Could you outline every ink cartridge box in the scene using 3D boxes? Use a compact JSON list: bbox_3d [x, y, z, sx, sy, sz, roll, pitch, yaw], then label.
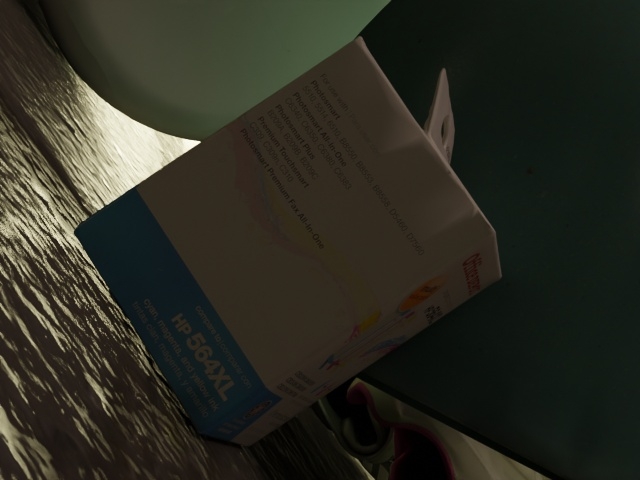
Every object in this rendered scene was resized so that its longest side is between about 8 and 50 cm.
[{"bbox_3d":[0.000,0.000,0.529,0.090,0.143,0.092,57,1,14],"label":"ink cartridge box"}]

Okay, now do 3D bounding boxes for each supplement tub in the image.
[{"bbox_3d":[-0.084,-0.220,0.958,0.235,0.235,0.325,56,1,-26],"label":"supplement tub"}]

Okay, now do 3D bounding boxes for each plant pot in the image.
[{"bbox_3d":[0.114,-0.013,0.710,0.293,0.235,0.293,28,-6,3],"label":"plant pot"}]

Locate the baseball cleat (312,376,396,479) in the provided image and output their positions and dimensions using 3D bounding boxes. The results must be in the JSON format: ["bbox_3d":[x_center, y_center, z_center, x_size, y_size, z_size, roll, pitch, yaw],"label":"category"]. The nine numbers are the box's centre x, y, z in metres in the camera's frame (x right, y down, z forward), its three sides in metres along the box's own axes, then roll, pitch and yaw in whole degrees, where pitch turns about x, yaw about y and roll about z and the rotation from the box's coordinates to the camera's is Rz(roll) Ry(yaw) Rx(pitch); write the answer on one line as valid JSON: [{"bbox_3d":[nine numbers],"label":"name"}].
[{"bbox_3d":[0.046,0.143,0.988,0.206,0.072,0.109,47,12,-23],"label":"baseball cleat"}]

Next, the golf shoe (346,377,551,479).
[{"bbox_3d":[0.115,0.177,0.926,0.115,0.140,0.306,12,-51,64],"label":"golf shoe"}]
